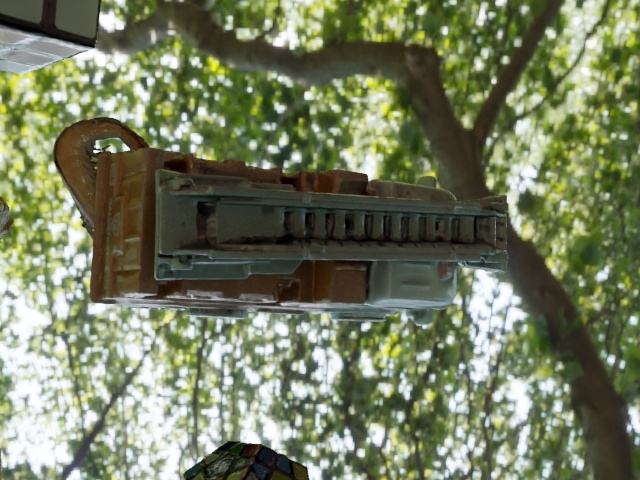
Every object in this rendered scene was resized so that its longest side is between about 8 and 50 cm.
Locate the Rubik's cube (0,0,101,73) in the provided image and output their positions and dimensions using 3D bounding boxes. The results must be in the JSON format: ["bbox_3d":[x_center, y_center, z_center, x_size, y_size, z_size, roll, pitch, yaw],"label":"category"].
[{"bbox_3d":[-0.297,-0.250,0.823,0.163,0.162,0.160,5,175,-41],"label":"Rubik's cube"}]

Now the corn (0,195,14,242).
[{"bbox_3d":[-0.466,-0.072,0.929,0.310,0.101,0.101,30,-151,-2],"label":"corn"}]

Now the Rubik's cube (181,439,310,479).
[{"bbox_3d":[-0.065,0.241,0.807,0.133,0.112,0.133,-20,-161,7],"label":"Rubik's cube"}]

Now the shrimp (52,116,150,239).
[{"bbox_3d":[-0.271,-0.077,1.210,0.124,0.178,0.034,-26,-173,-9],"label":"shrimp"}]

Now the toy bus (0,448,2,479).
[{"bbox_3d":[-0.255,0.174,0.501,0.074,0.226,0.081,15,-129,-40],"label":"toy bus"}]

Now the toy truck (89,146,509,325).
[{"bbox_3d":[0.000,0.000,0.755,0.338,0.133,0.184,5,174,-31],"label":"toy truck"}]
